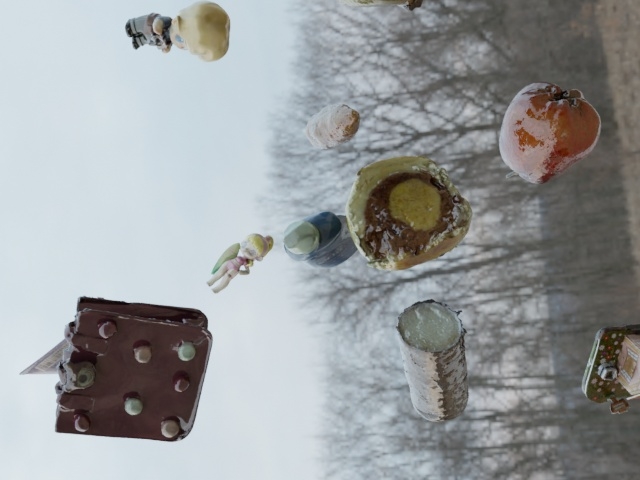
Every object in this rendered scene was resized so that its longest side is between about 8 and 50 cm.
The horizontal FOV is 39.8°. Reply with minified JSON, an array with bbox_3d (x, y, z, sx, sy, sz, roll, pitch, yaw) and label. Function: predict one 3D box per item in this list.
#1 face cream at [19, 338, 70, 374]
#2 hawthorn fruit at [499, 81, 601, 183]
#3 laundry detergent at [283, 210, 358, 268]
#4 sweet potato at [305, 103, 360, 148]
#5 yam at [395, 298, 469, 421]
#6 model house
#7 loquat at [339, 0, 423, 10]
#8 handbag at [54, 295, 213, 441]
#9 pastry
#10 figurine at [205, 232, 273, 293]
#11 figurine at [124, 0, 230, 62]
[{"bbox_3d":[-0.535,0.248,1.965,0.096,0.154,0.274,59,-169,14],"label":"face cream"},{"bbox_3d":[0.523,-0.240,2.085,0.224,0.224,0.261,-76,7,-54],"label":"hawthorn fruit"},{"bbox_3d":[0.000,0.000,1.935,0.094,0.143,0.290,60,-166,11],"label":"laundry detergent"},{"bbox_3d":[0.030,-0.255,1.952,0.252,0.097,0.097,171,94,-75],"label":"sweet potato"},{"bbox_3d":[0.218,0.235,1.664,0.279,0.131,0.131,74,-163,-48],"label":"yam"},{"bbox_3d":[0.751,0.303,1.942,0.154,0.294,0.207,-121,33,-59],"label":"model house"},{"bbox_3d":[0.114,-0.592,1.587,0.328,0.328,0.359,-62,-49,-67],"label":"loquat"},{"bbox_3d":[-0.275,0.192,1.290,0.074,0.216,0.203,-132,54,-62],"label":"handbag"},{"bbox_3d":[0.178,-0.045,1.888,0.170,0.256,0.237,82,164,-57],"label":"pastry"},{"bbox_3d":[-0.188,0.050,2.067,0.083,0.187,0.083,44,177,2],"label":"figurine"},{"bbox_3d":[-0.261,-0.381,1.618,0.114,0.196,0.108,76,-163,-51],"label":"figurine"}]
